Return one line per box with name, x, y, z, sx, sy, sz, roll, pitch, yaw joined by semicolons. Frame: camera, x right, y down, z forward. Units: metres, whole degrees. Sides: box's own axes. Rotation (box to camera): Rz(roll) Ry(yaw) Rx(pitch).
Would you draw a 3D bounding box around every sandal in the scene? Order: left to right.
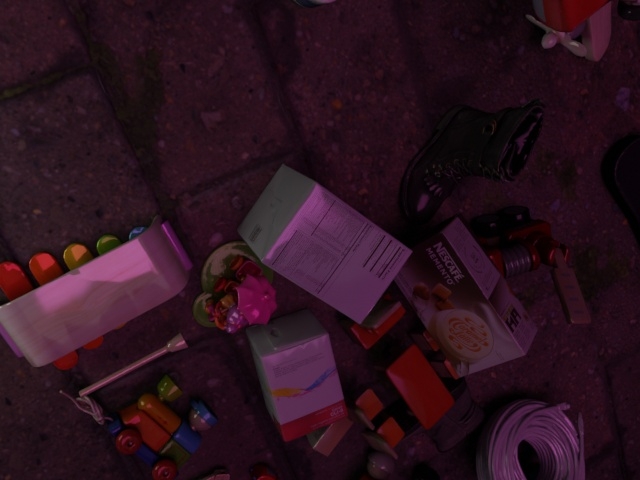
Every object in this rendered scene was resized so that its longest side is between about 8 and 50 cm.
sandal;0.761;-0.038;1.331;0.446;0.107;0.167;40;90;-24

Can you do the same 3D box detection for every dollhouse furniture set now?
dollhouse furniture set;0.156;0.230;1.150;0.262;0.135;0.259;-40;103;-20

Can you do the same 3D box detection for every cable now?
cable;0.444;0.466;1.318;0.257;0.089;0.257;11;70;-22

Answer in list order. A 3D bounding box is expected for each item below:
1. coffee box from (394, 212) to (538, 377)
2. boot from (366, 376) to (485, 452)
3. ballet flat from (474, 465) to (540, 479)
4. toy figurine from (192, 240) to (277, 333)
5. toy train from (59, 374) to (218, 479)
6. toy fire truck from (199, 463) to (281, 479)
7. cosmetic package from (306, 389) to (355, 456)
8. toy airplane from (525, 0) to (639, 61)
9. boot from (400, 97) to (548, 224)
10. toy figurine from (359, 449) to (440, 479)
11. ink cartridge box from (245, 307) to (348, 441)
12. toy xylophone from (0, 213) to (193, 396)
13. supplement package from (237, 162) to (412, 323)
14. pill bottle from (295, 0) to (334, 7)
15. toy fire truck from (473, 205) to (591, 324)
coffee box;0.242;0.095;1.080;0.246;0.141;0.098;57;39;-2
boot;0.227;0.390;1.285;0.247;0.083;0.161;-33;119;-7
ballet flat;0.455;0.563;1.406;0.281;0.095;0.096;12;113;-22
toy figurine;-0.136;0.099;1.030;0.130;0.159;0.173;39;91;-24
toy train;-0.298;0.285;1.064;0.143;0.105;0.248;-45;114;-14
toy fire truck;-0.182;0.481;1.183;0.192;0.047;0.135;-37;112;-7
cosmetic package;0.025;0.353;1.212;0.041;0.060;0.115;36;93;-23
toy airplane;0.424;-0.511;1.026;0.384;0.272;0.386;-11;102;-56
boot;0.253;-0.128;1.063;0.091;0.229;0.263;23;96;-23
toy figurine;0.179;0.534;1.236;0.213;0.209;0.148;31;88;-25
ink cartridge box;-0.044;0.235;1.117;0.127;0.128;0.176;-18;111;-14
toy xylophone;-0.353;0.108;1.000;0.323;0.081;0.236;-21;111;-13
supplement package;0.000;0.000;1.030;0.203;0.194;0.149;34;93;-23
pill bottle;-0.010;-0.394;0.956;0.067;0.120;0.067;-5;106;-18
toy fire truck;0.361;0.056;1.142;0.217;0.246;0.158;-16;109;-14
